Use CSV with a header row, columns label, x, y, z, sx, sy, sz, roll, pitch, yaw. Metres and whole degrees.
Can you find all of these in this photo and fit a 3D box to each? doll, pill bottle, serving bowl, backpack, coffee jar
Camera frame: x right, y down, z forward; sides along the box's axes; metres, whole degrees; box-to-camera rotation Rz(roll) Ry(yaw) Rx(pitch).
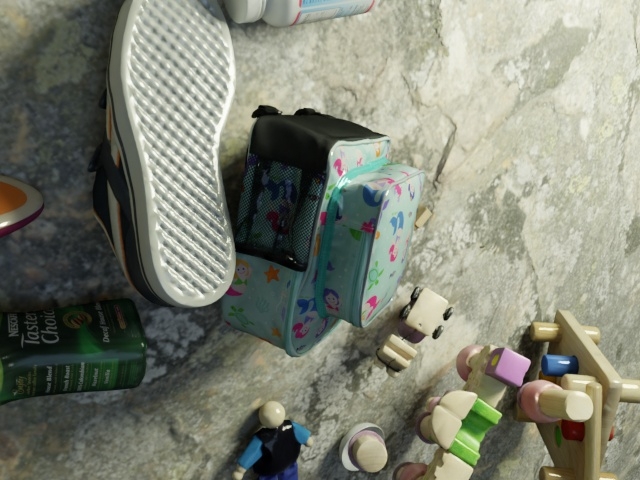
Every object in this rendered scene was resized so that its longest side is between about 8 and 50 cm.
label,x,y,z,sx,sy,sz,roll,pitch,yaw
doll,-0.069,0.316,0.833,0.129,0.046,0.189,-11,115,-30
pill bottle,-0.019,-0.272,0.603,0.160,0.087,0.087,-19,118,-25
serving bowl,0.062,0.327,0.933,0.083,0.027,0.084,-12,115,-28
backpack,0.000,0.000,0.649,0.225,0.191,0.254,-26,138,-64
coffee jar,-0.277,0.112,0.585,0.184,0.096,0.079,-2,129,-32

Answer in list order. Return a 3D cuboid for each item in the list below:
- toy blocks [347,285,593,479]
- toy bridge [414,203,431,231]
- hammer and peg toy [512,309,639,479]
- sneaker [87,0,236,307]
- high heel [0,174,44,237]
label,x,y,z,sx,sy,sz,roll,pitch,yaw
toy blocks,0.189,0.275,0.904,0.308,0.260,0.289,32,78,2
toy bridge,0.085,-0.066,0.791,0.063,0.026,0.188,-49,127,-3
hammer and peg toy,0.443,0.299,0.972,0.127,0.361,0.266,5,109,2
sneaker,-0.162,-0.094,0.573,0.126,0.127,0.322,3,82,-39
high heel,-0.377,0.009,0.515,0.244,0.082,0.117,-23,159,-41
